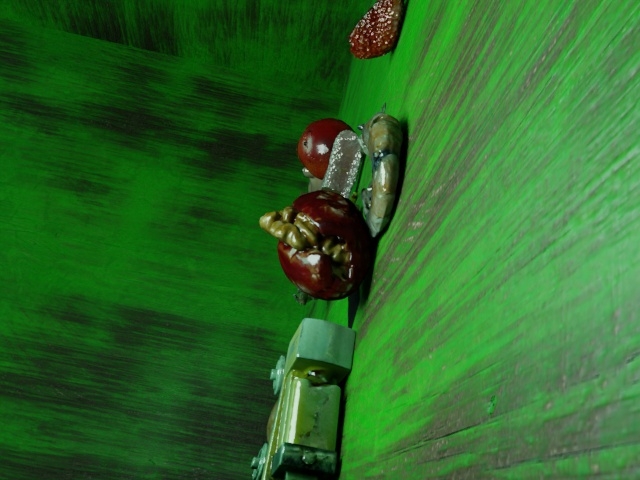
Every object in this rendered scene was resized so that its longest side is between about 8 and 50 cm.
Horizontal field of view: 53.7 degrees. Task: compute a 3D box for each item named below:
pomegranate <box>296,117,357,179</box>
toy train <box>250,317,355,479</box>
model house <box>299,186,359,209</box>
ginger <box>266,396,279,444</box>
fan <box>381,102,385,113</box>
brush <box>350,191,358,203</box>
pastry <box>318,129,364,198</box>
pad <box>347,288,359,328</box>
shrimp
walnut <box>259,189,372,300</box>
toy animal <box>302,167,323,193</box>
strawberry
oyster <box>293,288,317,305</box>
[{"bbox_3d":[0.031,-0.292,2.077,0.235,0.210,0.210,52,-135,-61],"label":"pomegranate"},{"bbox_3d":[-0.032,0.362,1.320,0.253,0.160,0.397,116,167,-54],"label":"toy train"},{"bbox_3d":[0.000,0.000,1.717,0.176,0.180,0.248,-82,7,-55],"label":"model house"},{"bbox_3d":[-0.062,0.458,1.618,0.138,0.152,0.267,16,-100,-64],"label":"ginger"},{"bbox_3d":[0.161,-0.332,1.670,0.080,0.003,0.060,-146,69,-86],"label":"fan"},{"bbox_3d":[0.100,-0.130,1.878,0.083,0.018,0.021,106,-175,-70],"label":"brush"},{"bbox_3d":[0.063,-0.200,1.917,0.112,0.102,0.265,-29,-39,-81],"label":"pastry"},{"bbox_3d":[0.077,0.135,1.484,0.193,0.004,0.116,-83,6,-63],"label":"pad"},{"bbox_3d":[0.114,-0.145,1.289,0.360,0.085,0.247,-93,8,-63],"label":"shrimp"},{"bbox_3d":[-0.007,-0.003,1.331,0.222,0.243,0.269,-58,12,1],"label":"walnut"},{"bbox_3d":[0.020,-0.216,2.364,0.250,0.166,0.154,88,-176,-76],"label":"toy animal"},{"bbox_3d":[0.164,-0.555,1.670,0.175,0.107,0.236,-42,0,-6],"label":"strawberry"},{"bbox_3d":[0.000,0.099,2.084,0.351,0.114,0.238,120,171,-64],"label":"oyster"}]
